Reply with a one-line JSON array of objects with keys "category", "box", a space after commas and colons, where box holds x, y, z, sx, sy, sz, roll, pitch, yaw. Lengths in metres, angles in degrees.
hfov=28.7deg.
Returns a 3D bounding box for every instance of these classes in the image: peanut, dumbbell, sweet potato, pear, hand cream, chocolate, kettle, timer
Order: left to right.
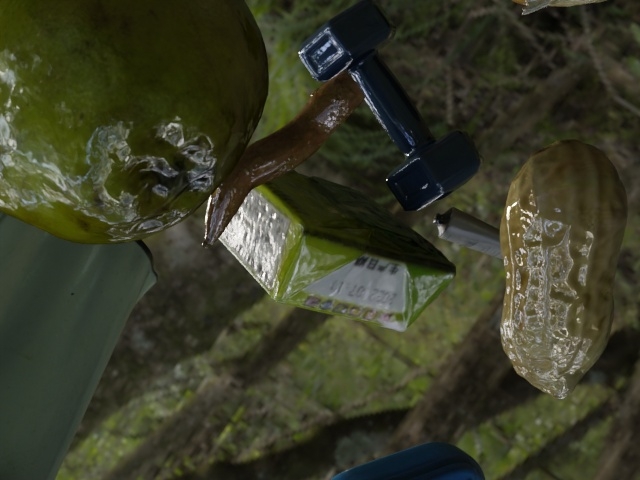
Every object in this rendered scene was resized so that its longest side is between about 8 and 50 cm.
[{"category": "kettle", "box": [-0.436, 0.107, 1.613, 0.361, 0.377, 0.250, 33, 156, -17]}, {"category": "pear", "box": [-0.237, -0.174, 1.341, 0.352, 0.352, 0.413, 31, -168, -34]}, {"category": "sweet potato", "box": [-0.062, -0.107, 1.596, 0.059, 0.281, 0.067, 47, 174, 38]}, {"category": "chocolate", "box": [0.000, 0.000, 1.867, 0.289, 0.137, 0.301, 16, -164, -36]}, {"category": "dumbbell", "box": [0.108, -0.201, 1.879, 0.316, 0.143, 0.156, 56, -167, 1]}, {"category": "timer", "box": [0.138, 0.511, 2.107, 0.340, 0.309, 0.115, -14, -157, -26]}, {"category": "hand cream", "box": [0.268, -0.002, 2.026, 0.186, 0.054, 0.087, 23, 164, -8]}, {"category": "peanut", "box": [0.277, 0.040, 1.469, 0.140, 0.325, 0.153, -10, -152, -22]}]

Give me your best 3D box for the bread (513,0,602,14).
[{"category": "bread", "box": [0.393, -0.484, 1.908, 0.183, 0.236, 0.388, 9, -158, 36]}]
